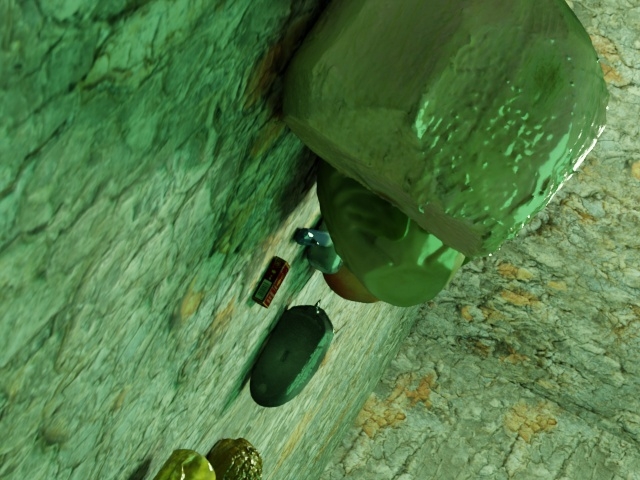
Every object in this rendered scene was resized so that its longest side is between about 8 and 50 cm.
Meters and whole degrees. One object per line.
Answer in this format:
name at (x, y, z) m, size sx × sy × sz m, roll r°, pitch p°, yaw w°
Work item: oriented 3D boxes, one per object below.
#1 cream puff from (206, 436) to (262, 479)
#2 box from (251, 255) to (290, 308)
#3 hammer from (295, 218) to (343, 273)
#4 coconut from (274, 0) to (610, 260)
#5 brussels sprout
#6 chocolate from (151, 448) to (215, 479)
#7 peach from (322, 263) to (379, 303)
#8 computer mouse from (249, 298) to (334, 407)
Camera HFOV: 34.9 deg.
cream puff at (-0.165, 0.443, 1.939) m, size 0.126 × 0.103 × 0.144 m, roll -55°, pitch 160°, yaw -29°
box at (-0.080, 0.069, 1.677) m, size 0.082 × 0.023 × 0.051 m, roll -61°, pitch 169°, yaw -8°
hammer at (0.000, 0.000, 1.803) m, size 0.116 × 0.069 × 0.194 m, roll -64°, pitch 160°, yaw 7°
coconut at (0.173, -0.206, 1.302) m, size 0.404 × 0.405 × 0.404 m, roll -59°, pitch 168°, yaw -21°
brussels sprout at (0.137, -0.082, 1.602) m, size 0.281 × 0.289 × 0.354 m, roll 85°, pitch 8°, yaw -69°
chocolate at (-0.282, 0.471, 1.413) m, size 0.445 × 0.162 × 0.162 m, roll -57°, pitch 167°, yaw -41°
peach at (0.086, 0.034, 1.973) m, size 0.184 × 0.184 × 0.184 m, roll -59°, pitch 168°, yaw -21°
computer mouse at (-0.052, 0.216, 1.926) m, size 0.229 × 0.113 × 0.068 m, roll -57°, pitch 153°, yaw -10°
